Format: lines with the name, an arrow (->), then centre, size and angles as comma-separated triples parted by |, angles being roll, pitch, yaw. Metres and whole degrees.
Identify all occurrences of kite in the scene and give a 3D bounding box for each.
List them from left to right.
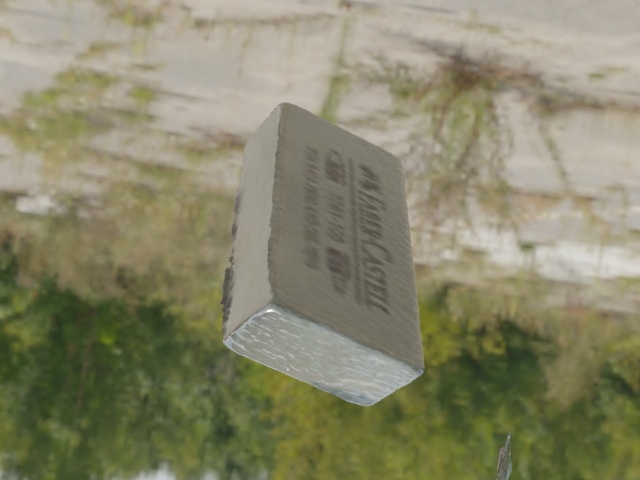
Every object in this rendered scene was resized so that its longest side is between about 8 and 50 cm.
kite -> 0.265, 0.398, 2.101 | 0.012, 0.250, 0.229 | 11, -156, 16

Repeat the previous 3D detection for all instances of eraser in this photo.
eraser -> 0.000, -0.001, 0.968 | 0.111, 0.077, 0.352 | 24, -155, -12
